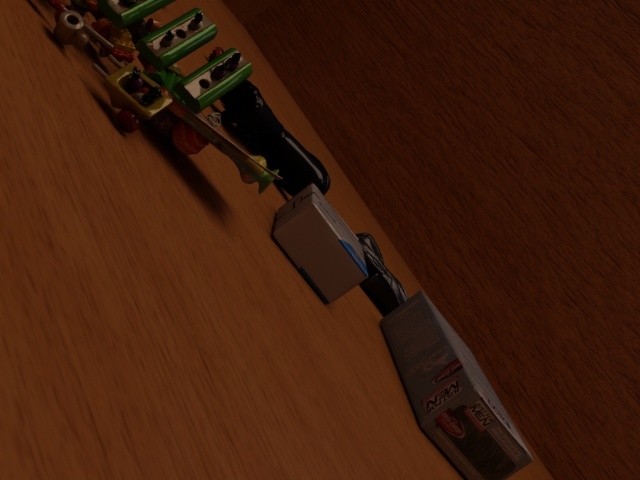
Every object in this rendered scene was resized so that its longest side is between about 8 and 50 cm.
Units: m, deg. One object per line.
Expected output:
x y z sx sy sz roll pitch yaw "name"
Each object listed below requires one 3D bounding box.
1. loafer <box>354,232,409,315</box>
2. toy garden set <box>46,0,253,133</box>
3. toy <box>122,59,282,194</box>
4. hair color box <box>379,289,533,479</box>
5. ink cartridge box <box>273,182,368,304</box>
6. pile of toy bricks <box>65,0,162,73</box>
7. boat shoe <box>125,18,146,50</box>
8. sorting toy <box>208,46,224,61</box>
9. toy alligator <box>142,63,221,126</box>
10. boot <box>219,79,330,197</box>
0.118 0.089 1.754 0.078 0.076 0.223 -21 79 -44 "loafer"
-0.216 -0.253 0.959 0.244 0.049 0.204 47 50 -3 "toy garden set"
-0.163 -0.135 1.052 0.237 0.056 0.137 34 -1 -12 "toy"
0.232 0.259 1.478 0.185 0.113 0.374 50 8 -20 "hair color box"
0.000 0.000 1.353 0.148 0.085 0.203 52 7 -10 "ink cartridge box"
-0.262 -0.325 1.070 0.118 0.105 0.212 5 43 -50 "pile of toy bricks"
-0.306 -0.347 1.203 0.152 0.056 0.049 48 15 -32 "boat shoe"
-0.246 -0.434 2.014 0.102 0.042 0.061 62 15 -44 "sorting toy"
-0.212 -0.212 1.197 0.051 0.056 0.189 12 -12 25 "toy alligator"
-0.098 -0.198 1.599 0.246 0.094 0.207 49 2 27 "boot"
